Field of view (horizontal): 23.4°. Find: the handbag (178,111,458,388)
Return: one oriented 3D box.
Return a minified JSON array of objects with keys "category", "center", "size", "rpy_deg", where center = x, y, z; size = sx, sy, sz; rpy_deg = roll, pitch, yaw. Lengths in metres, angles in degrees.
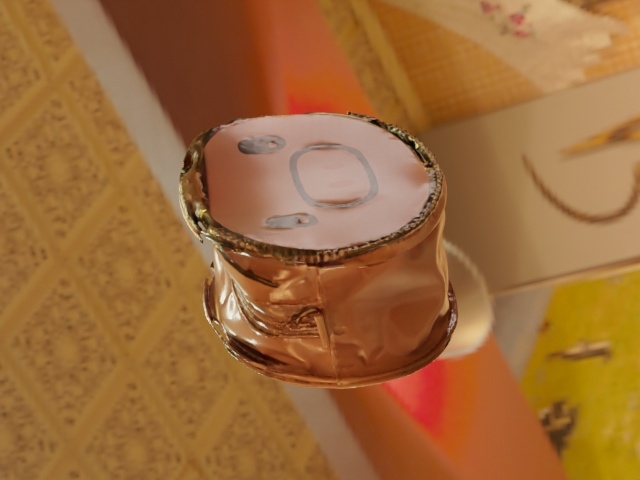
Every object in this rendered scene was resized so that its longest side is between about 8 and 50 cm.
[{"category":"handbag","center":[0.000,-0.001,1.004],"size":[0.205,0.179,0.116],"rpy_deg":[-111,16,-55]}]
